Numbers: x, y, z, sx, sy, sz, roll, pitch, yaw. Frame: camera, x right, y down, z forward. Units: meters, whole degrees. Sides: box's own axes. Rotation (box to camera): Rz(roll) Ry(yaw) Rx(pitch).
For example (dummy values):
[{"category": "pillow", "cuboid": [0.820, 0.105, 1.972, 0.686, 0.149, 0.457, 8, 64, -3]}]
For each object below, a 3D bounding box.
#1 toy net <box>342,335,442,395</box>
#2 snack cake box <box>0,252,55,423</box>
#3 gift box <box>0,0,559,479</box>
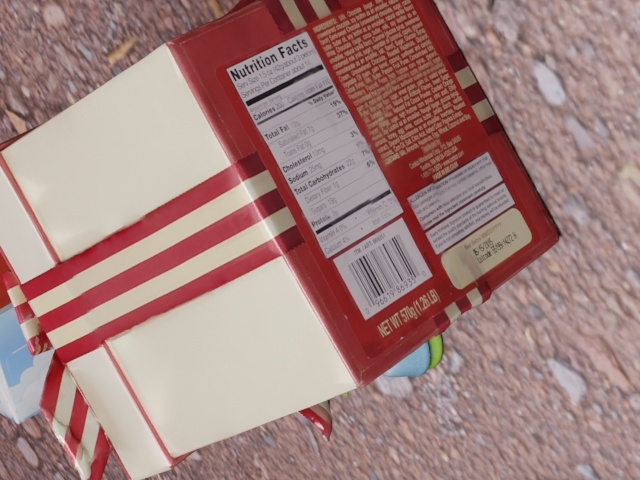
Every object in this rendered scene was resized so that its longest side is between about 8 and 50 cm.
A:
[{"category": "toy net", "cuboid": [0.000, 0.000, 1.359, 0.122, 0.045, 0.232, -13, 105, 61]}, {"category": "snack cake box", "cuboid": [-0.165, 0.011, 1.390, 0.152, 0.264, 0.089, 25, 137, 45]}, {"category": "gift box", "cuboid": [-0.044, 0.006, 1.167, 0.258, 0.255, 0.276, -24, 91, 45]}]
